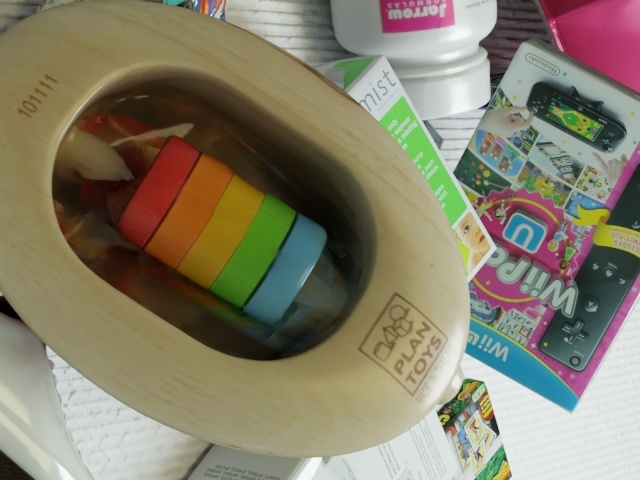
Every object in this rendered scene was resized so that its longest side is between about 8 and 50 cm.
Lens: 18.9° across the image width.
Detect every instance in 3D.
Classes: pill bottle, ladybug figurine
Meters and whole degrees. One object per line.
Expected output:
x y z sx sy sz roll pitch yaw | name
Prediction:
0.084 -0.266 1.834 0.160 0.160 0.283 -26 115 -48 | pill bottle
-0.086 0.002 1.502 0.449 0.162 0.305 37 70 -6 | ladybug figurine

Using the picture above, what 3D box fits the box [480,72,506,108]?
0.195 -0.160 2.060 0.136 0.081 0.028 -14 105 -52 | box

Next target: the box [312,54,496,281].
0.000 0.000 1.751 0.262 0.126 0.231 -47 117 -34 | box

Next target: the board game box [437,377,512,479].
0.119 0.277 2.064 0.260 0.030 0.136 -45 130 -40 | board game box

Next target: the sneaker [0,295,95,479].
-0.233 0.120 1.514 0.123 0.106 0.290 -56 133 -29 | sneaker

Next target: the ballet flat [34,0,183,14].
-0.152 -0.217 1.568 0.241 0.091 0.077 -29 80 -13 | ballet flat

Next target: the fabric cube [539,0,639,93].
0.377 -0.245 2.065 0.254 0.258 0.259 -101 166 -52 | fabric cube

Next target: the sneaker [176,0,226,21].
-0.117 -0.206 1.662 0.087 0.083 0.221 21 83 -65 | sneaker

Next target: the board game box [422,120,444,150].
0.085 -0.090 1.975 0.090 0.020 0.090 46 59 -46 | board game box

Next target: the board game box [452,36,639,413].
0.232 -0.016 1.917 0.303 0.224 0.097 -63 173 14 | board game box

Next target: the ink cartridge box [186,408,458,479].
-0.002 0.236 1.827 0.273 0.114 0.197 -52 133 -37 | ink cartridge box
